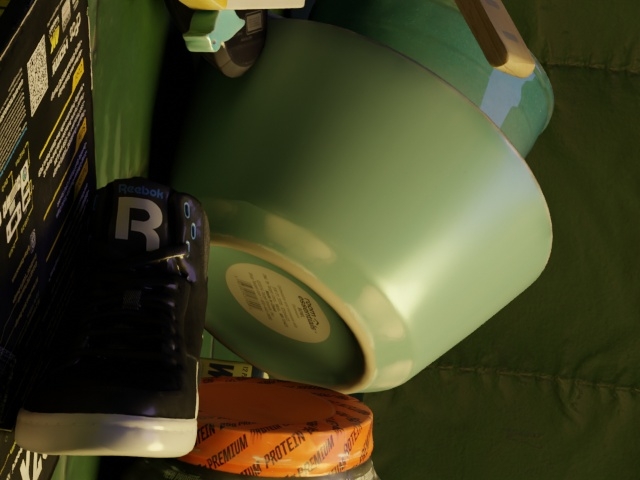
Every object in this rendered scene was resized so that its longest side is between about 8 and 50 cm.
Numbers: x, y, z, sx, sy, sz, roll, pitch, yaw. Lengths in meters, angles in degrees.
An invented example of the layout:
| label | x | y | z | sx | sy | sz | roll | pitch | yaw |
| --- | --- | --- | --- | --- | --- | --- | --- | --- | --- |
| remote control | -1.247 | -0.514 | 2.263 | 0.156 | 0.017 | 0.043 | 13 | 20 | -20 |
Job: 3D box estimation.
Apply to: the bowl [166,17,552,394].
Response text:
| label | x | y | z | sx | sy | sz | roll | pitch | yaw |
| --- | --- | --- | --- | --- | --- | --- | --- | --- | --- |
| bowl | 0.000 | 0.000 | 1.482 | 0.163 | 0.311 | 0.311 | -56 | 160 | -28 |

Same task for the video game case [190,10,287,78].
| label | x | y | z | sx | sy | sz | roll | pitch | yaw |
| --- | --- | --- | --- | --- | --- | --- | --- | --- | --- |
| video game case | -0.012 | -0.096 | 1.543 | 0.023 | 0.193 | 0.212 | -56 | 160 | -28 |

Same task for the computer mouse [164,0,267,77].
| label | x | y | z | sx | sy | sz | roll | pitch | yaw |
| --- | --- | --- | --- | --- | --- | --- | --- | --- | --- |
| computer mouse | -0.073 | -0.256 | 1.407 | 0.184 | 0.060 | 0.262 | -42 | 129 | -63 |

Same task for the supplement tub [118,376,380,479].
| label | x | y | z | sx | sy | sz | roll | pitch | yaw |
| --- | --- | --- | --- | --- | --- | --- | --- | --- | --- |
| supplement tub | -0.057 | 0.282 | 1.439 | 0.207 | 0.207 | 0.338 | -46 | 143 | -79 |

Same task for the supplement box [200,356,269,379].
| label | x | y | z | sx | sy | sz | roll | pitch | yaw |
| --- | --- | --- | --- | --- | --- | --- | --- | --- | --- |
| supplement box | -0.085 | 0.132 | 1.573 | 0.083 | 0.083 | 0.056 | 78 | 20 | -70 |

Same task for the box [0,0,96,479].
| label | x | y | z | sx | sy | sz | roll | pitch | yaw |
| --- | --- | --- | --- | --- | --- | --- | --- | --- | --- |
| box | -0.169 | 0.037 | 0.846 | 0.322 | 0.079 | 0.257 | -74 | 170 | -54 |

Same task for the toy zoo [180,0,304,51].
| label | x | y | z | sx | sy | sz | roll | pitch | yaw |
| --- | --- | --- | --- | --- | --- | --- | --- | --- | --- |
| toy zoo | -0.062 | -0.271 | 1.307 | 0.192 | 0.030 | 0.293 | 10 | 85 | -59 |

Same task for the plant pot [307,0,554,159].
| label | x | y | z | sx | sy | sz | roll | pitch | yaw |
| --- | --- | --- | --- | --- | --- | --- | --- | --- | --- |
| plant pot | 0.062 | -0.079 | 1.973 | 0.271 | 0.272 | 0.255 | 83 | 30 | -62 |

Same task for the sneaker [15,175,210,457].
| label | x | y | z | sx | sy | sz | roll | pitch | yaw |
| --- | --- | --- | --- | --- | --- | --- | --- | --- | --- |
| sneaker | -0.092 | 0.031 | 0.893 | 0.217 | 0.079 | 0.121 | -155 | -112 | -88 |

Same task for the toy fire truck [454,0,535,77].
| label | x | y | z | sx | sy | sz | roll | pitch | yaw |
| --- | --- | --- | --- | --- | --- | --- | --- | --- | --- |
| toy fire truck | -0.002 | -0.183 | 1.141 | 0.217 | 0.246 | 0.158 | -25 | 124 | -55 |
